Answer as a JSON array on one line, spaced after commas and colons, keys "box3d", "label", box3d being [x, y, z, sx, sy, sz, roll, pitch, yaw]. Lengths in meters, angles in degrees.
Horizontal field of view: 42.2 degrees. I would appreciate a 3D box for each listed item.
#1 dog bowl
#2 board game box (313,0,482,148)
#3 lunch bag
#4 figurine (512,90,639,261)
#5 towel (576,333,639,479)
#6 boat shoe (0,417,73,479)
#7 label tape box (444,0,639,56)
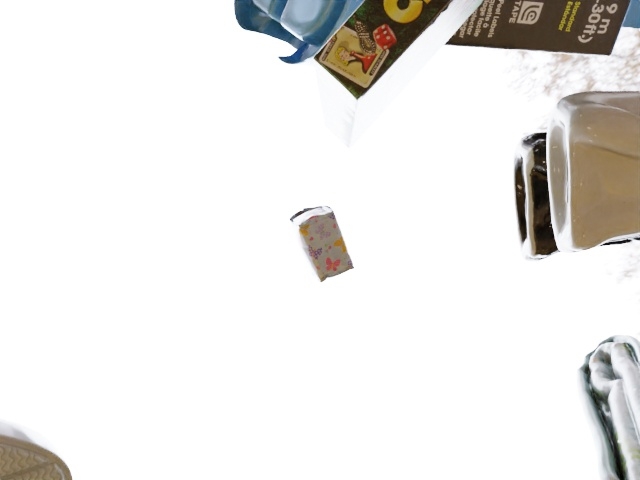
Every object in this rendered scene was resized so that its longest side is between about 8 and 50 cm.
[{"box3d": [-0.012, -0.307, 1.021, 0.074, 0.297, 0.166, 14, -69, -34], "label": "dog bowl"}, {"box3d": [0.053, -0.114, 0.437, 0.030, 0.259, 0.136, 40, -88, -1], "label": "board game box"}, {"box3d": [0.000, 0.000, 0.904, 0.053, 0.083, 0.071, -23, -79, -10], "label": "lunch bag"}, {"box3d": [0.241, -0.041, 0.515, 0.210, 0.215, 0.092, -4, -93, 4], "label": "figurine"}, {"box3d": [0.380, 0.268, 0.785, 0.090, 0.374, 0.320, -40, -91, 19], "label": "towel"}, {"box3d": [-0.268, 0.122, 0.364, 0.302, 0.094, 0.109, -1, -77, -33], "label": "boat shoe"}, {"box3d": [0.256, -0.316, 0.820, 0.334, 0.106, 0.240, -1, -56, -19], "label": "label tape box"}]
